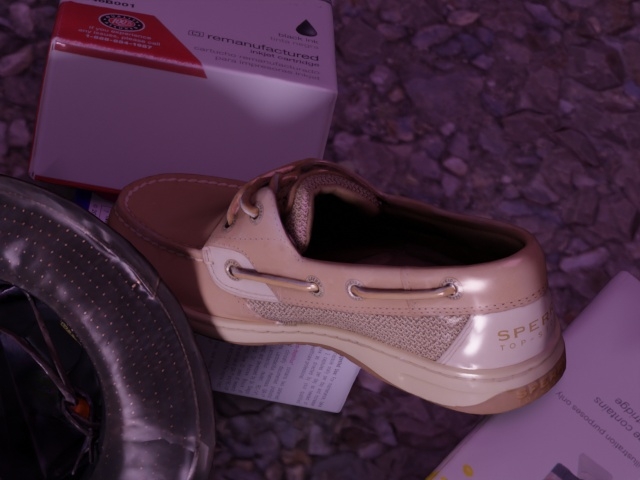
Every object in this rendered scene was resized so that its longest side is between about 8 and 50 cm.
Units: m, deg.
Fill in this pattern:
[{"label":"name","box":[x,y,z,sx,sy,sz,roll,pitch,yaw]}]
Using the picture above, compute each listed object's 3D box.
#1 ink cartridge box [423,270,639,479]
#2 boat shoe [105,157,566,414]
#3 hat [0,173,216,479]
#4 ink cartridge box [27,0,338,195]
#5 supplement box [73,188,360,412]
[{"label":"ink cartridge box","box":[0.094,0.242,1.221,0.160,0.279,0.384,42,61,10]},{"label":"boat shoe","box":[0.000,0.000,1.207,0.341,0.110,0.121,15,40,33]},{"label":"hat","box":[-0.217,0.099,1.284,0.331,0.331,0.134,25,18,2]},{"label":"ink cartridge box","box":[-0.095,-0.137,1.424,0.197,0.114,0.273,10,29,-7]},{"label":"supplement box","box":[-0.075,0.035,1.398,0.220,0.114,0.111,11,58,-5]}]
